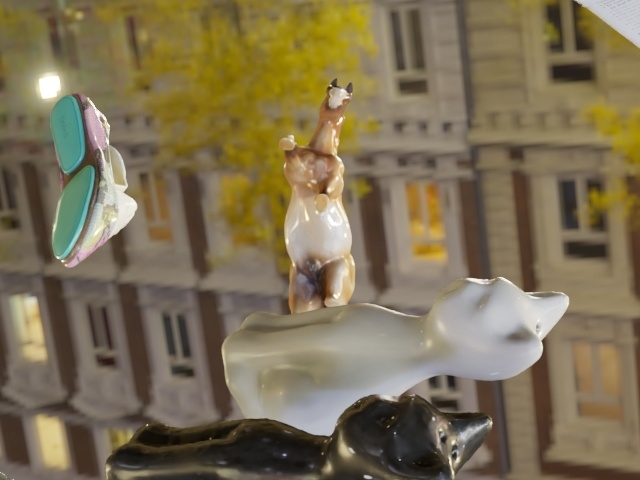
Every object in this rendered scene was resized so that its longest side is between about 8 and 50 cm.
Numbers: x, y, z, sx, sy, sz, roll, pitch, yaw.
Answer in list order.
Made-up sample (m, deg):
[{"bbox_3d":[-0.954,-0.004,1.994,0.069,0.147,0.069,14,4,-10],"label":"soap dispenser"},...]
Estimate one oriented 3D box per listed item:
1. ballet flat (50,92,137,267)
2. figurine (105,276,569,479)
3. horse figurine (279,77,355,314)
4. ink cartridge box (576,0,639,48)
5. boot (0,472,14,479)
[{"bbox_3d":[-0.226,-0.056,1.629,0.077,0.079,0.221,-41,-139,29],"label":"ballet flat"},{"bbox_3d":[0.022,0.094,0.900,0.209,0.092,0.215,-16,-162,35],"label":"figurine"},{"bbox_3d":[0.000,0.000,1.385,0.066,0.263,0.174,-4,-171,5],"label":"horse figurine"},{"bbox_3d":[0.267,-0.163,0.901,0.223,0.045,0.224,-21,151,34],"label":"ink cartridge box"},{"bbox_3d":[-0.298,0.233,1.177,0.083,0.246,0.161,-33,-137,24],"label":"boot"}]
